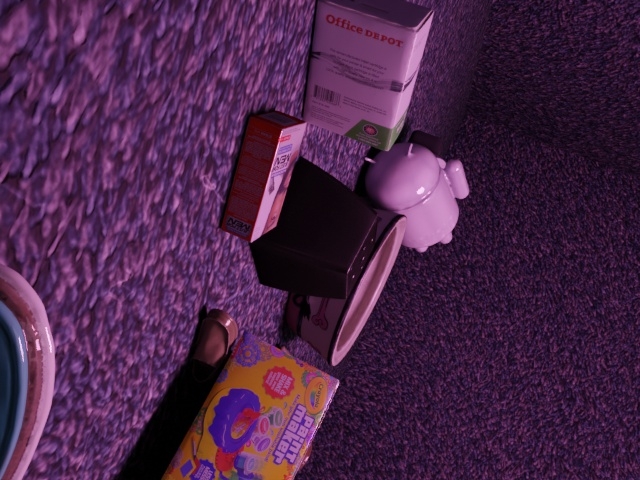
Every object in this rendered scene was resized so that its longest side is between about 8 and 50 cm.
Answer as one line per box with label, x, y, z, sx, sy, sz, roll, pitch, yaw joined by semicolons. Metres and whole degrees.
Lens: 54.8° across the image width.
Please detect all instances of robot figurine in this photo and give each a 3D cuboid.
robot figurine;0.243;-0.119;1.639;0.353;0.300;0.199;53;19;-43
robot figurine;0.274;-0.190;1.878;0.209;0.174;0.278;23;90;-38

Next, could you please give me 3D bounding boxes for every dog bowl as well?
dog bowl;0.060;0.093;1.519;0.407;0.151;0.408;-58;165;-25

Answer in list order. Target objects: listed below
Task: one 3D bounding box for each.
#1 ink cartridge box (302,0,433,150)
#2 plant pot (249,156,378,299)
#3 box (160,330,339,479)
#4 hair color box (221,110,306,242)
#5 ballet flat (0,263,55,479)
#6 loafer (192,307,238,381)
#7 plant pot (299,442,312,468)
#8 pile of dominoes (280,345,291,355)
ink cartridge box;0.067;-0.261;0.931;0.086;0.153;0.208;-56;165;-41
plant pot;0.000;0.000;1.092;0.188;0.167;0.187;-60;165;-24
box;-0.127;0.341;1.036;0.289;0.177;0.279;-61;179;-22
hair color box;-0.079;-0.091;0.865;0.093;0.054;0.167;-41;153;-64
ballet flat;-0.272;0.168;0.423;0.400;0.139;0.139;-66;168;15
loafer;-0.166;0.168;0.959;0.050;0.056;0.147;-60;167;-53
plant pot;-0.112;0.484;1.547;0.167;0.167;0.165;-59;157;-32
pile of dominoes;-0.070;0.378;1.556;0.251;0.040;0.195;81;-10;-73
